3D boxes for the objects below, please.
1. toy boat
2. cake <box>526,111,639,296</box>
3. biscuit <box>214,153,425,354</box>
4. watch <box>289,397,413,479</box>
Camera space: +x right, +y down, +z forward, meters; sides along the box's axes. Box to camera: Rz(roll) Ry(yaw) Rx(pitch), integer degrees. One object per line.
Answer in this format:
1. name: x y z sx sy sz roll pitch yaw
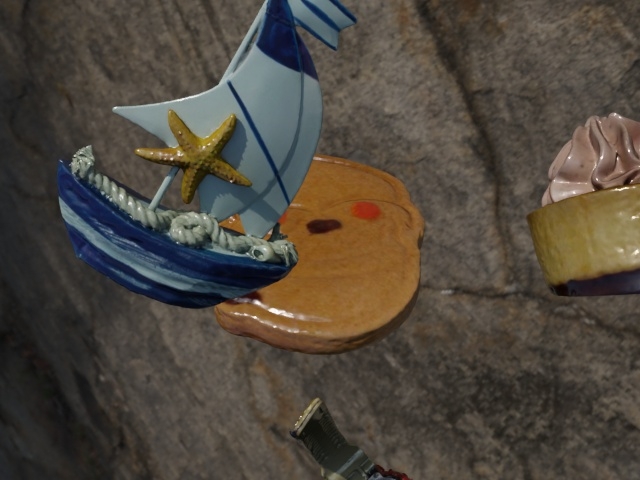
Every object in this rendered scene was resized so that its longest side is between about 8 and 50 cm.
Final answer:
1. toy boat: -0.074 -0.081 0.711 0.291 0.220 0.067 -57 24 17
2. cake: 0.310 -0.040 0.874 0.207 0.185 0.178 -2 92 47
3. biscuit: 0.000 -0.001 1.420 0.455 0.349 0.078 -101 13 -49
4. watch: 0.051 0.270 0.951 0.165 0.102 0.268 44 170 24
